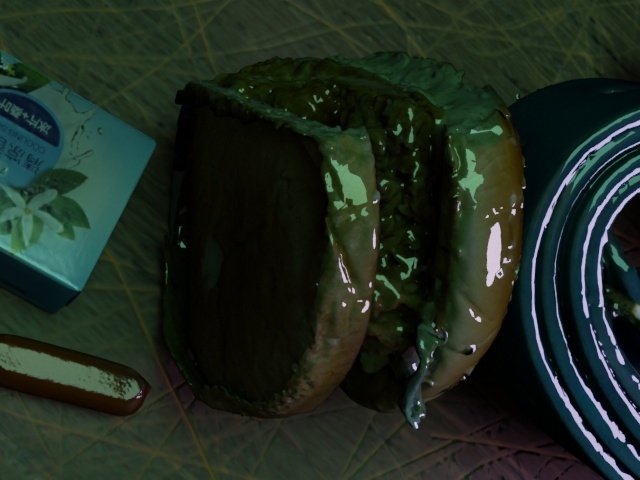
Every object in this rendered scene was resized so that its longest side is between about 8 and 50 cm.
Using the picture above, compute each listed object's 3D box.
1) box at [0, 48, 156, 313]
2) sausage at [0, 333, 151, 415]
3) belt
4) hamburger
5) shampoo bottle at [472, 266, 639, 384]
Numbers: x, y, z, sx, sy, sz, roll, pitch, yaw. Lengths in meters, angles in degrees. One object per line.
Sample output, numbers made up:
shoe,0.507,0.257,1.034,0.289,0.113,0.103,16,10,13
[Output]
box,-0.260,-0.064,1.124,0.232,0.083,0.142,31,64,-16
sausage,-0.193,0.103,1.129,0.131,0.039,0.041,17,66,-20
belt,0.301,0.058,1.191,0.300,0.173,0.436,-48,116,-2
hamburger,0.000,0.000,1.117,0.195,0.318,0.276,-6,111,-29
shampoo bottle,0.219,0.074,1.315,0.246,0.079,0.080,-6,77,-27
